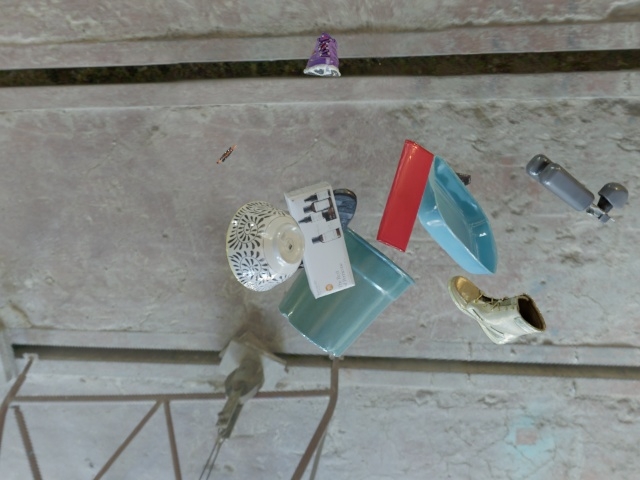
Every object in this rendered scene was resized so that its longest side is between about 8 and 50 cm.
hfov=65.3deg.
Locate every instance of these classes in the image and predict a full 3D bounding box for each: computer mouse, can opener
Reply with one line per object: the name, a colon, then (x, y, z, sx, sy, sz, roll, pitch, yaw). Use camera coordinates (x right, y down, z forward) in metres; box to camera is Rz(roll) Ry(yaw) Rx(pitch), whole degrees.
computer mouse: (-0.021, -0.032, 1.271, 0.184, 0.060, 0.262, 3, 124, -21)
can opener: (0.530, -0.114, 1.011, 0.283, 0.076, 0.095, 22, 113, -36)

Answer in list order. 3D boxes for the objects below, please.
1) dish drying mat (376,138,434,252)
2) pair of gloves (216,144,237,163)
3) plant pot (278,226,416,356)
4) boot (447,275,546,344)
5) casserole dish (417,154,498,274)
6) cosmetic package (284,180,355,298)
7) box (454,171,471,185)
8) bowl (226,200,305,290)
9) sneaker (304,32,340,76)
dish drying mat: (0.066, -0.035, 0.390, 0.032, 0.008, 0.083, 24, 80, -34)
pair of gloves: (-0.309, -0.283, 1.649, 0.010, 0.083, 0.074, 44, 72, -22)
plant pot: (0.065, 0.157, 1.567, 0.341, 0.341, 0.334, 38, 91, -7)
boot: (0.421, 0.152, 1.206, 0.077, 0.165, 0.213, -40, 86, -26)
casserole dish: (0.174, -0.026, 0.645, 0.037, 0.114, 0.188, -22, 134, 33)
cosmetic package: (0.000, 0.000, 1.098, 0.099, 0.060, 0.239, -17, 110, -6)
box: (0.350, -0.168, 1.462, 0.116, 0.162, 0.029, 20, 124, 38)
bowl: (-0.081, 0.008, 0.910, 0.080, 0.170, 0.170, -3, 112, 39)
sneaker: (0.004, -0.354, 0.950, 0.068, 0.170, 0.071, 3, 120, -3)
